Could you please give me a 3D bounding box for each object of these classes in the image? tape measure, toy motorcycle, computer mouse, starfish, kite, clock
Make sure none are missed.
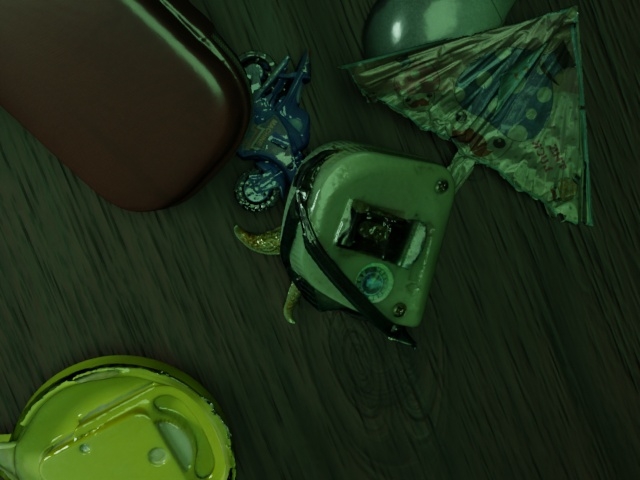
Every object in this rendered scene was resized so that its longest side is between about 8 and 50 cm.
[{"bbox_3d":[0.047,0.005,1.401,0.207,0.115,0.235,9,101,-27],"label":"tape measure"},{"bbox_3d":[-0.055,-0.136,1.443,0.114,0.076,0.205,-2,83,-6],"label":"toy motorcycle"},{"bbox_3d":[0.181,-0.341,1.459,0.167,0.090,0.379,24,88,-8],"label":"computer mouse"},{"bbox_3d":[0.000,0.000,1.480,0.216,0.050,0.224,17,96,-15],"label":"starfish"},{"bbox_3d":[0.204,-0.140,1.461,0.406,0.014,0.368,30,105,-19],"label":"kite"},{"bbox_3d":[-0.246,0.273,1.448,0.293,0.071,0.277,-20,106,4],"label":"clock"}]

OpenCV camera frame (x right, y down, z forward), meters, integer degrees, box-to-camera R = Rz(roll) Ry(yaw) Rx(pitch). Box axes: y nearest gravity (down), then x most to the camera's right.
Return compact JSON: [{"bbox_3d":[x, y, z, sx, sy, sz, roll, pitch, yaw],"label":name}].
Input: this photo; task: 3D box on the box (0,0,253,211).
[{"bbox_3d":[-0.266,-0.218,1.365,0.404,0.108,0.263,45,118,-5],"label":"box"}]
